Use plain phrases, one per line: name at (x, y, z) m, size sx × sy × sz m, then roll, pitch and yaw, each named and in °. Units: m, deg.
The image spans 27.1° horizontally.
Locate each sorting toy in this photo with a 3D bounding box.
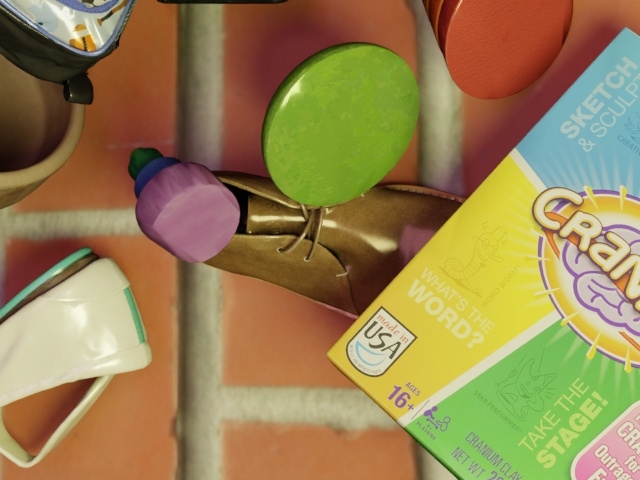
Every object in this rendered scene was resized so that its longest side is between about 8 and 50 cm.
sorting toy at (0.009, -0.122, 0.983) m, size 0.365 × 0.127 × 0.126 m, roll -33°, pitch 45°, yaw -12°

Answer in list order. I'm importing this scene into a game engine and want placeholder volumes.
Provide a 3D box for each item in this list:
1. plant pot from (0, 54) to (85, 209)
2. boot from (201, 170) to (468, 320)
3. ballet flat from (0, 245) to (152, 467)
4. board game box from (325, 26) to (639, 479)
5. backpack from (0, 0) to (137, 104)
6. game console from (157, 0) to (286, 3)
plant pot at (-0.368, -0.099, 1.136) m, size 0.229 × 0.263 × 0.263 m, roll -39°, pitch 72°, yaw 35°
boot at (0.000, 0.000, 1.021) m, size 0.305 × 0.115 × 0.112 m, roll 9°, pitch 86°, yaw 21°
ballet flat at (-0.310, 0.158, 1.148) m, size 0.400 × 0.139 × 0.139 m, roll -34°, pitch 75°, yaw 17°
board game box at (0.198, 0.044, 0.907) m, size 0.242 × 0.064 × 0.316 m, roll 40°, pitch 84°, yaw 20°
backpack at (-0.220, -0.294, 1.045) m, size 0.213 × 0.276 × 0.263 m, roll -15°, pitch 47°, yaw 55°
game console at (-0.065, -0.241, 1.088) m, size 0.122 × 0.107 × 0.071 m, roll 4°, pitch 117°, yaw 24°
